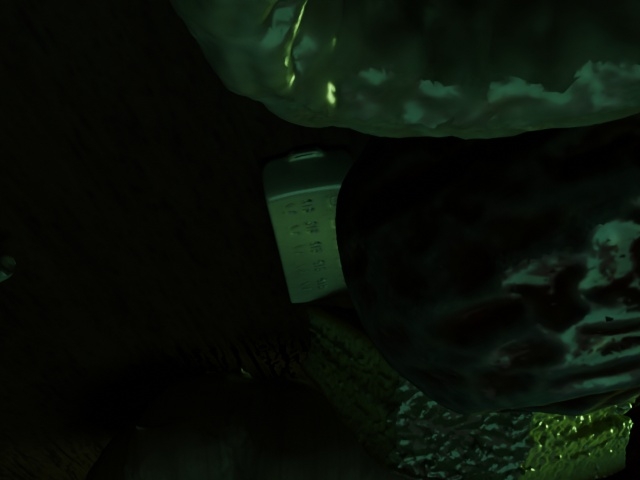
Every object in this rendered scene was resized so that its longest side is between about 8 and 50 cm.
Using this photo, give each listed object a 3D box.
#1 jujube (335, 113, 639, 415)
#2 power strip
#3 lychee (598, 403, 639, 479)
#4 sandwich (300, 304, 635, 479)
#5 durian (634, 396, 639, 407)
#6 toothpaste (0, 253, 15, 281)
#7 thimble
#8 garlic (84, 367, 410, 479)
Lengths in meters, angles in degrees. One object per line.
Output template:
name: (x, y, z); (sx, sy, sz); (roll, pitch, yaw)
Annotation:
jujube: (0.173, -0.020, 0.989); (0.308, 0.215, 0.246); (-31, 146, 34)
power strip: (0.000, 0.000, 1.219); (0.060, 0.027, 0.252); (-9, 157, 1)
lychee: (0.227, 0.194, 1.445); (0.276, 0.304, 0.275); (-9, 127, -12)
sandwich: (0.104, 0.119, 1.271); (0.258, 0.096, 0.094); (13, 114, 4)
durian: (0.256, 0.062, 1.183); (0.237, 0.137, 0.193); (-35, -176, -34)
toothpaste: (-0.295, 0.047, 1.217); (0.218, 0.041, 0.064); (-20, 143, 31)
thimble: (0.076, -0.173, 0.619); (0.292, 0.195, 0.291); (-7, 159, -3)
garlic: (-0.051, 0.226, 1.518); (0.322, 0.241, 0.322); (-22, 148, -15)
